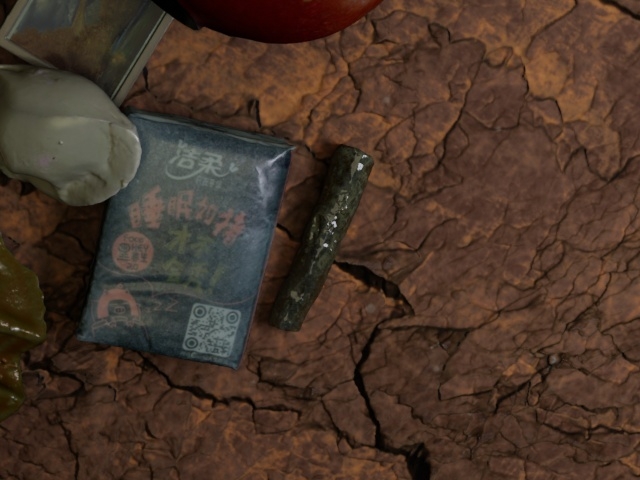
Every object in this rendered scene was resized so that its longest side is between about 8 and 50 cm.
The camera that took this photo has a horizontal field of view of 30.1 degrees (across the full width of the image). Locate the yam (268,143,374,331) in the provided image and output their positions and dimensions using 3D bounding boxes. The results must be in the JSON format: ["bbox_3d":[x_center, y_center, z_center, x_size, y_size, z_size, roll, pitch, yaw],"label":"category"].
[{"bbox_3d":[0.000,0.000,1.626,0.061,0.061,0.274,21,99,-13],"label":"yam"}]

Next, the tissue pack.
[{"bbox_3d":[-0.179,-0.001,1.574,0.228,0.103,0.315,12,101,-13],"label":"tissue pack"}]

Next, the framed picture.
[{"bbox_3d":[-0.277,-0.312,1.526,0.184,0.016,0.250,32,95,-20],"label":"framed picture"}]

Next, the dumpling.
[{"bbox_3d":[-0.335,-0.124,1.502,0.252,0.131,0.179,16,122,11],"label":"dumpling"}]

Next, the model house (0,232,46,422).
[{"bbox_3d":[-0.469,0.138,1.521,0.268,0.173,0.239,-35,104,2],"label":"model house"}]

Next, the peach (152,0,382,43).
[{"bbox_3d":[-0.092,-0.395,1.375,0.406,0.335,0.310,34,81,-16],"label":"peach"}]
